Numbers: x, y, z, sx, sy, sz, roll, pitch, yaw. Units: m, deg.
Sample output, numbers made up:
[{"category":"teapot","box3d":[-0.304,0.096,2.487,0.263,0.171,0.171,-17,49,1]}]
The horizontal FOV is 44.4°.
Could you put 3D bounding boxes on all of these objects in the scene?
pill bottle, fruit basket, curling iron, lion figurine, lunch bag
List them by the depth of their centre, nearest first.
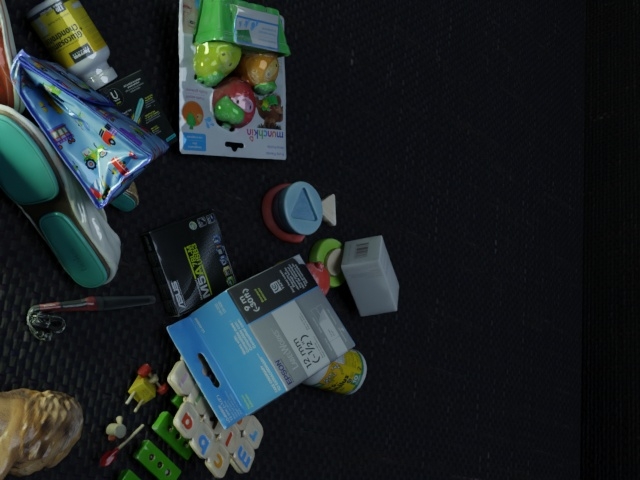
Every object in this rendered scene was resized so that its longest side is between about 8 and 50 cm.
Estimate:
[{"category":"lion figurine","box3d":[-0.578,0.282,1.270,0.392,0.142,0.240,45,50,-29]},{"category":"lunch bag","box3d":[-0.432,-0.218,1.397,0.293,0.138,0.221,46,6,-11]},{"category":"curling iron","box3d":[-0.440,0.137,1.518,0.274,0.035,0.068,-11,95,-47]},{"category":"pill bottle","box3d":[-0.477,-0.382,1.525,0.103,0.103,0.184,-48,117,-40]},{"category":"fruit basket","box3d":[-0.186,-0.368,1.794,0.327,0.165,0.353,-1,87,-47]},{"category":"pill bottle","box3d":[0.006,0.301,1.903,0.208,0.117,0.118,25,65,-42]}]

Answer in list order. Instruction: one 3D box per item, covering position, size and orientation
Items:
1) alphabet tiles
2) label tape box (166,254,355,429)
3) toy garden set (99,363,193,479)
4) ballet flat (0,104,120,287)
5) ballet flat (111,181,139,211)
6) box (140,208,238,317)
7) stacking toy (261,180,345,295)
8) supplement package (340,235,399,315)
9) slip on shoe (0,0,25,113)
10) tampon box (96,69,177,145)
[{"category":"alphabet tiles","box3d":[-0.218,0.353,1.667,0.284,0.021,0.278,58,26,-21]},{"category":"label tape box","box3d":[-0.120,0.208,1.688,0.347,0.115,0.249,-26,82,-46]},{"category":"toy garden set","box3d":[-0.346,0.389,1.565,0.204,0.049,0.244,54,49,-28]},{"category":"ballet flat","box3d":[-0.484,-0.092,1.432,0.139,0.139,0.400,-55,135,-38]},{"category":"ballet flat","box3d":[-0.446,-0.133,1.553,0.206,0.073,0.067,42,27,-37]},{"category":"box","box3d":[-0.280,0.046,1.699,0.184,0.045,0.191,-25,100,-49]},{"category":"stacking toy","box3d":[0.000,0.000,1.944,0.279,0.130,0.309,-8,89,-47]},{"category":"supplement package","box3d":[0.131,0.094,2.037,0.105,0.105,0.179,-78,152,-52]},{"category":"slip on shoe","box3d":[-0.614,-0.375,1.376,0.101,0.123,0.332,-20,102,-43]},{"category":"tampon box","box3d":[-0.393,-0.241,1.590,0.120,0.101,0.161,-42,112,-44]}]
